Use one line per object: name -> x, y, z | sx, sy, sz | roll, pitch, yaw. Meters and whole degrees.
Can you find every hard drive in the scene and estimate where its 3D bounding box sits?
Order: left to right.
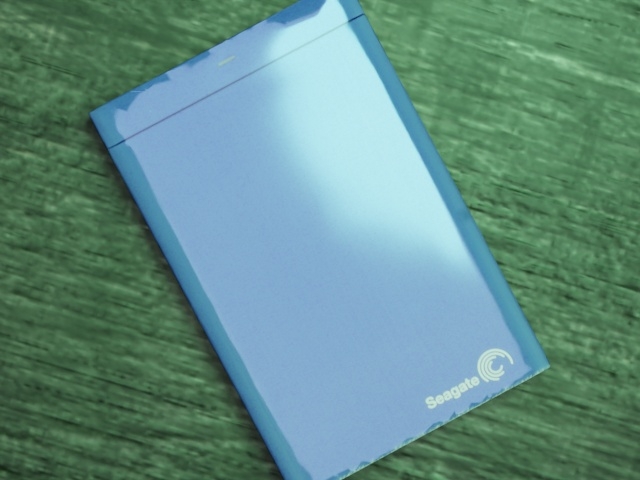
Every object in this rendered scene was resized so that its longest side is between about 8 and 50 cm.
hard drive -> 0.000, 0.000, 1.254 | 0.210, 0.040, 0.318 | -28, 92, -2
